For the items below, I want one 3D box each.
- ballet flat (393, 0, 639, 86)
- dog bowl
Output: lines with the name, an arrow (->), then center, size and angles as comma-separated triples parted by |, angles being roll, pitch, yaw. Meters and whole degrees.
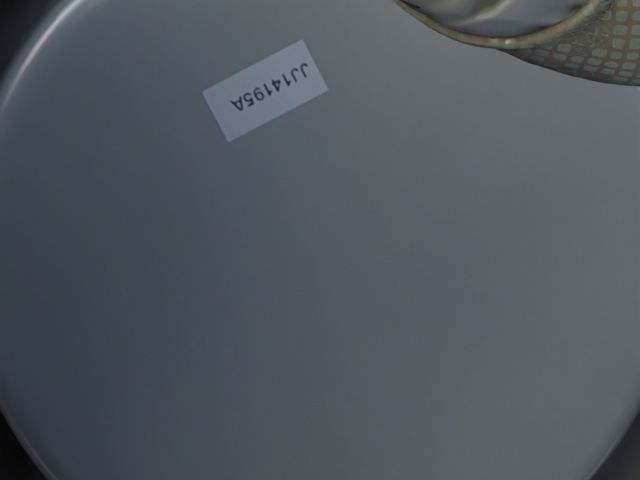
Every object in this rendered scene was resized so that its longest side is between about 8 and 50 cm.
ballet flat -> 0.002, -0.071, 0.303 | 0.168, 0.057, 0.052 | 36, 41, -7
dog bowl -> 0.000, 0.000, 0.655 | 0.348, 0.349, 0.102 | 30, 5, -8
